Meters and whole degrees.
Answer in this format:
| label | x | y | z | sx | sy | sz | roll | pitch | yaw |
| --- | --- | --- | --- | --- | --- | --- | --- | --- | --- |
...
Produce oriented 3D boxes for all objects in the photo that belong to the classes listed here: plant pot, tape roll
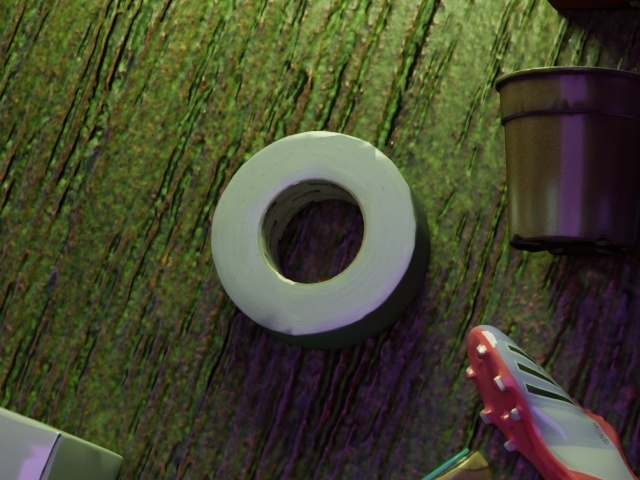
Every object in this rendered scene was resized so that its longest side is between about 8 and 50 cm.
| label | x | y | z | sx | sy | sz | roll | pitch | yaw |
| --- | --- | --- | --- | --- | --- | --- | --- | --- | --- |
| plant pot | 0.249 | -0.072 | 1.560 | 0.167 | 0.167 | 0.165 | 3 | 83 | 16 |
| tape roll | 0.000 | 0.000 | 1.649 | 0.219 | 0.072 | 0.219 | -4 | 74 | 15 |

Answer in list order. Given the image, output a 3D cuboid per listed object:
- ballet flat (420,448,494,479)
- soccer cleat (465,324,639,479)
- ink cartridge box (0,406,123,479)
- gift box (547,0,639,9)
| label | x | y | z | sx | sy | sz | roll | pitch | yaw |
| --- | --- | --- | --- | --- | --- | --- | --- | --- | --- |
| ballet flat | 0.069 | 0.287 | 1.547 | 0.232 | 0.080 | 0.073 | -31 | 84 | 7 |
| soccer cleat | 0.230 | 0.179 | 1.540 | 0.095 | 0.083 | 0.248 | -22 | 61 | -23 |
| ink cartridge box | -0.346 | 0.218 | 1.629 | 0.237 | 0.172 | 0.100 | 18 | 80 | 19 |
| gift box | 0.335 | -0.386 | 1.573 | 0.276 | 0.255 | 0.258 | 2 | 77 | 22 |
